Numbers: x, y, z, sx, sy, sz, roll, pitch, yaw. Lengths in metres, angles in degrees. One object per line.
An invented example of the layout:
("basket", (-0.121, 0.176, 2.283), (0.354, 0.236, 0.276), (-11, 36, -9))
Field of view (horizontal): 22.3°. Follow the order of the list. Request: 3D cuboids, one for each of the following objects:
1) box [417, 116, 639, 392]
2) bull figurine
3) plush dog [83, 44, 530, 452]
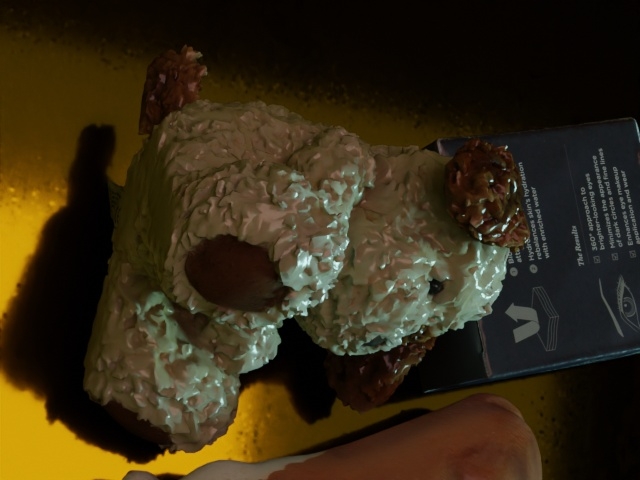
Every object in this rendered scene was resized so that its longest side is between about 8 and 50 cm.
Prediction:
("box", (0.139, 0.010, 1.079), (0.158, 0.093, 0.156), (-7, 82, -26))
("bull figurine", (0.014, 0.197, 0.982), (0.310, 0.101, 0.188), (-16, 89, -24))
("plush dog", (0.000, 0.000, 0.948), (0.225, 0.262, 0.210), (12, 55, -17))
